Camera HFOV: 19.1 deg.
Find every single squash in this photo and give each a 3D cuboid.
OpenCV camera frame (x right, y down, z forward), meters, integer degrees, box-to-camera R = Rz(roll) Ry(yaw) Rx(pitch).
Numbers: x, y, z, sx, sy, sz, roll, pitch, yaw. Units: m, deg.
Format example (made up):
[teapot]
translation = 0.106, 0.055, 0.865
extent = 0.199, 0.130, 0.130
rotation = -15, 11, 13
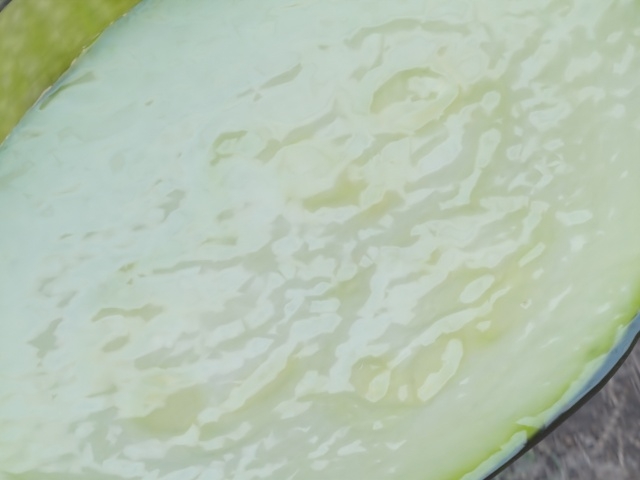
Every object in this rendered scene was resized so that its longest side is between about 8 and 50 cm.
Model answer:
[squash]
translation = 0.000, 0.000, 0.561
extent = 0.252, 0.049, 0.252
rotation = -15, 133, -17
